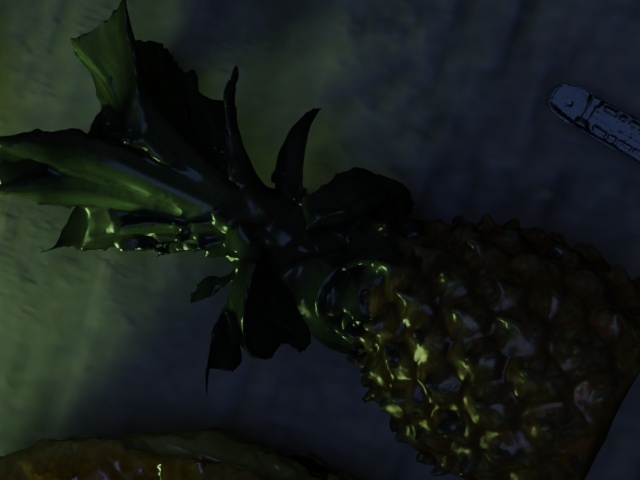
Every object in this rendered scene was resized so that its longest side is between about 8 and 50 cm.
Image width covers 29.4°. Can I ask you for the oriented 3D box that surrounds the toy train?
[{"bbox_3d":[0.135,-0.042,0.517,0.083,0.017,0.017,32,99,11],"label":"toy train"}]

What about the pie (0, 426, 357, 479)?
[{"bbox_3d":[-0.076,0.239,0.567,0.339,0.083,0.340,2,97,16],"label":"pie"}]

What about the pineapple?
[{"bbox_3d":[0.000,0.000,0.510,0.277,0.119,0.130,27,119,14],"label":"pineapple"}]
